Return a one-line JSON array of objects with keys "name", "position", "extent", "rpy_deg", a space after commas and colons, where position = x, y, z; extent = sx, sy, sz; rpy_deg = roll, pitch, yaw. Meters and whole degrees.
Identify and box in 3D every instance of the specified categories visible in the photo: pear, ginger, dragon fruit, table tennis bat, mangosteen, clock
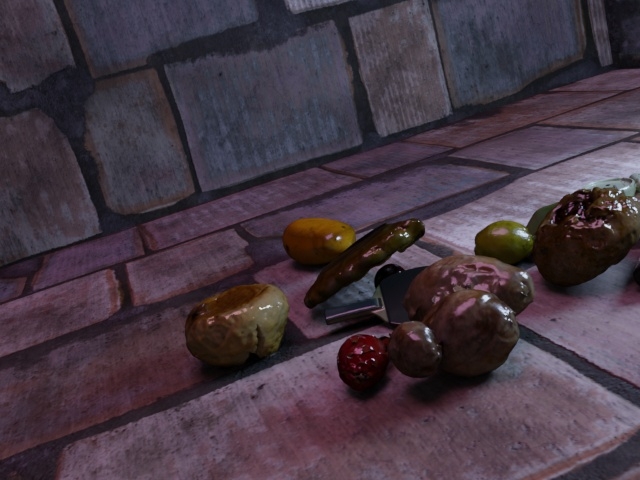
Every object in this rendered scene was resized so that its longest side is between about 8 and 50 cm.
[{"name": "pear", "position": [0.409, 0.007, 1.604], "extent": [0.132, 0.107, 0.107], "rpy_deg": [-7, 17, 10]}, {"name": "ginger", "position": [0.237, 0.132, 1.226], "extent": [0.245, 0.155, 0.304], "rpy_deg": [-7, 17, 23]}, {"name": "dragon fruit", "position": [0.085, 0.203, 1.275], "extent": [0.094, 0.094, 0.190], "rpy_deg": [-8, 8, 26]}, {"name": "table tennis bat", "position": [0.155, 0.126, 1.486], "extent": [0.301, 0.022, 0.173], "rpy_deg": [-15, 36, 4]}, {"name": "mangosteen", "position": [0.160, 0.090, 1.594], "extent": [0.081, 0.080, 0.081], "rpy_deg": [-15, 16, 4]}, {"name": "clock", "position": [0.716, -0.110, 1.777], "extent": [0.191, 0.062, 0.151], "rpy_deg": [-12, 16, 14]}]

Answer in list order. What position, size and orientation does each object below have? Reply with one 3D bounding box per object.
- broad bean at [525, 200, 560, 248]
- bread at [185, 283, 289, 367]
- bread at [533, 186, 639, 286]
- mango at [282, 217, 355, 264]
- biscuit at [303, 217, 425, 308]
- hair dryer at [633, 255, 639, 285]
[{"name": "broad bean", "position": [0.565, -0.039, 1.600], "extent": [0.228, 0.100, 0.169], "rpy_deg": [-17, 28, 21]}, {"name": "bread", "position": [-0.175, 0.183, 1.503], "extent": [0.245, 0.134, 0.244], "rpy_deg": [-17, 14, 4]}, {"name": "bread", "position": [0.517, -0.017, 1.413], "extent": [0.230, 0.123, 0.230], "rpy_deg": [-44, 6, 6]}, {"name": "mango", "position": [0.000, 0.006, 1.975], "extent": [0.177, 0.120, 0.295], "rpy_deg": [-14, 15, -24]}, {"name": "biscuit", "position": [0.107, 0.036, 1.627], "extent": [0.335, 0.078, 0.329], "rpy_deg": [-36, 0, 30]}, {"name": "hair dryer", "position": [0.756, 0.003, 1.362], "extent": [0.284, 0.155, 0.320], "rpy_deg": [13, 39, 20]}]
